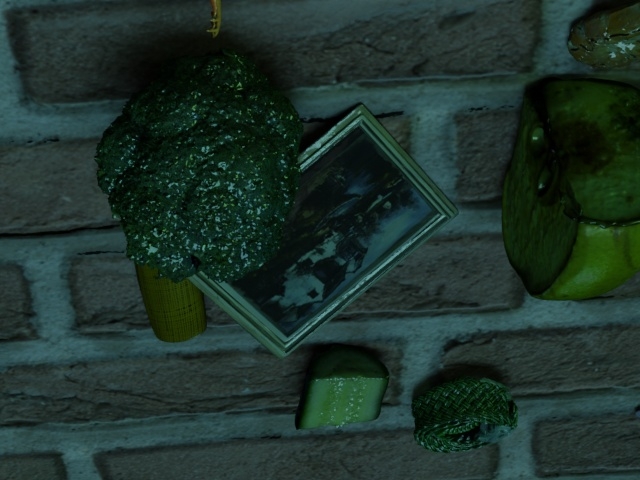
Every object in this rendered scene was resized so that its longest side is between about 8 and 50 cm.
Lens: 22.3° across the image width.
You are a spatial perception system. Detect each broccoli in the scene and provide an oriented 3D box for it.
[{"bbox_3d":[-0.136,-0.074,1.791,0.270,0.270,0.270,31,161,-32],"label":"broccoli"}]

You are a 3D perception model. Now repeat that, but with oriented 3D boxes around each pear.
[{"bbox_3d":[0.310,-0.021,1.865,0.164,0.238,0.255,-2,135,-12],"label":"pear"}]

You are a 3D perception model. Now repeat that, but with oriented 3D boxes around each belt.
[{"bbox_3d":[0.197,0.234,2.246,0.151,0.079,0.121,-21,146,32],"label":"belt"}]

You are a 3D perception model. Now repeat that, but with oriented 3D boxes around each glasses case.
[{"bbox_3d":[-0.188,0.041,2.011,0.079,0.064,0.234,-10,136,-5],"label":"glasses case"}]

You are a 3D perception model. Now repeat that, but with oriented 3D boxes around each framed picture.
[{"bbox_3d":[0.000,0.000,1.950,0.296,0.019,0.232,-40,129,8],"label":"framed picture"}]

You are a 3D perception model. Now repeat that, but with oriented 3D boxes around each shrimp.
[{"bbox_3d":[0.352,-0.236,1.773,0.091,0.043,0.184,29,144,-32],"label":"shrimp"}]

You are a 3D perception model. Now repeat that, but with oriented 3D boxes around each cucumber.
[{"bbox_3d":[0.025,0.200,2.199,0.116,0.062,0.115,-2,139,-14],"label":"cucumber"}]

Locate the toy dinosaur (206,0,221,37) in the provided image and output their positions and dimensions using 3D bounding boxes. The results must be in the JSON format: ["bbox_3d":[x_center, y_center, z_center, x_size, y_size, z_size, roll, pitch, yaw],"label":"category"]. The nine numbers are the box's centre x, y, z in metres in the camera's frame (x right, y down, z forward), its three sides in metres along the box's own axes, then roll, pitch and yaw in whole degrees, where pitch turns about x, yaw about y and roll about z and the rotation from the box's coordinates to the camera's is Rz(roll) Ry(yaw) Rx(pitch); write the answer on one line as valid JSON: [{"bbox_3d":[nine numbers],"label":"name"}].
[{"bbox_3d":[-0.144,-0.332,1.622,0.117,0.070,0.288,7,132,3],"label":"toy dinosaur"}]

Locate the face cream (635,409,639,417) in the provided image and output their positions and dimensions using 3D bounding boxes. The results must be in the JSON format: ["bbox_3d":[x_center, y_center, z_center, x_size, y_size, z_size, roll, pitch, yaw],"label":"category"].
[{"bbox_3d":[0.587,0.220,2.265,0.154,0.096,0.274,22,144,-30],"label":"face cream"}]

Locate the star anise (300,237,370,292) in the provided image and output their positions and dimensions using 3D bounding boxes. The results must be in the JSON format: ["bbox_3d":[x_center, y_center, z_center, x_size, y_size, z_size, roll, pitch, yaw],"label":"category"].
[{"bbox_3d":[-0.019,0.006,1.997,0.212,0.053,0.157,10,135,-13],"label":"star anise"}]
